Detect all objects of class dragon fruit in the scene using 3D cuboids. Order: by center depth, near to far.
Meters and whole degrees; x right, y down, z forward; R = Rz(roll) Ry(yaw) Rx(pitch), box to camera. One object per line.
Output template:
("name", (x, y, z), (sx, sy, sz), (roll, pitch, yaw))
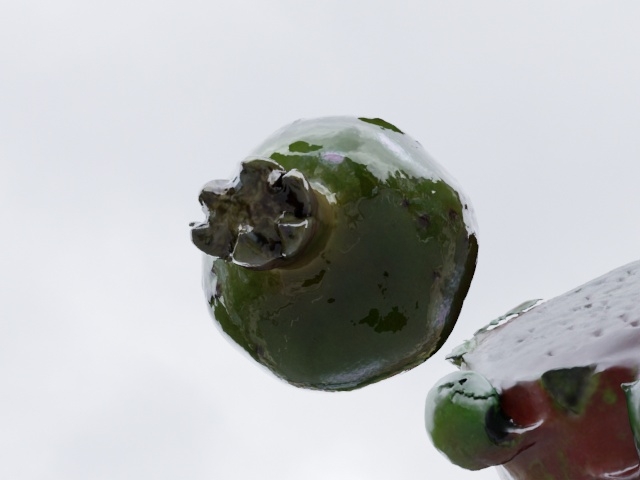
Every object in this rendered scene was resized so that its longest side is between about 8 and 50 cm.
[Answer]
("dragon fruit", (0.199, 0.076, 0.737), (0.295, 0.268, 0.130), (-24, -82, -12))

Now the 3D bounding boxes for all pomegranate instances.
("pomegranate", (0.000, 0.000, 0.499), (0.114, 0.114, 0.142), (-31, -22, 13))
